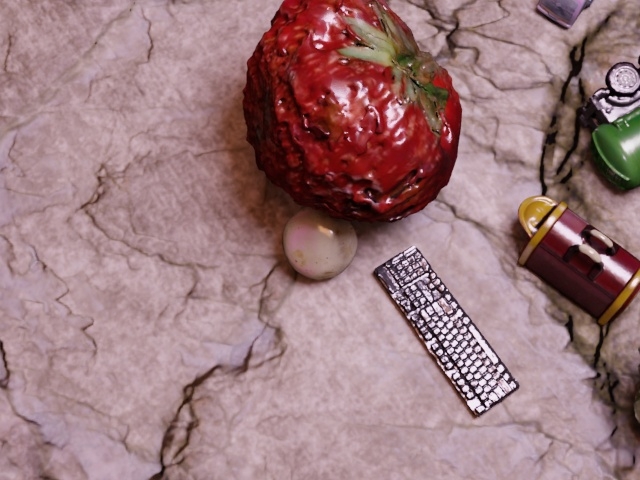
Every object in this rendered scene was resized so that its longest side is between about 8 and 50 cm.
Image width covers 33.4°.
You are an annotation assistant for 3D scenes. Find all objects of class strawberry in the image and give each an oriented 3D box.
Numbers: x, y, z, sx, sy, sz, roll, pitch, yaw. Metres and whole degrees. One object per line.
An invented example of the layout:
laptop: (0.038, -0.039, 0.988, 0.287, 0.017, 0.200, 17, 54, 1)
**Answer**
strawberry: (0.023, -0.132, 1.116, 0.220, 0.274, 0.274, -31, 70, 30)

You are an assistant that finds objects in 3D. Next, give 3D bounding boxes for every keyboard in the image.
keyboard: (0.134, 0.094, 1.148, 0.060, 0.018, 0.195, -33, 75, -10)

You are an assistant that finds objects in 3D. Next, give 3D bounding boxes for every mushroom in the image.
mushroom: (0.000, 0.000, 1.156, 0.083, 0.084, 0.067, 23, 34, 9)

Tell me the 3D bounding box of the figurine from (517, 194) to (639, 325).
figurine: (0.272, 0.010, 1.125, 0.154, 0.098, 0.082, 38, 82, 10)

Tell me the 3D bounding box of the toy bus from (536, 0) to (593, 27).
toy bus: (0.320, -0.332, 1.238, 0.057, 0.072, 0.172, 35, 79, 8)

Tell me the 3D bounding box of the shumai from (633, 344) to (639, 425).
shumai: (0.444, 0.128, 1.019, 0.260, 0.222, 0.225, -22, 71, -8)

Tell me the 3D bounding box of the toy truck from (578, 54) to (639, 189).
toy truck: (0.400, -0.160, 1.168, 0.242, 0.101, 0.125, -31, 79, -4)
